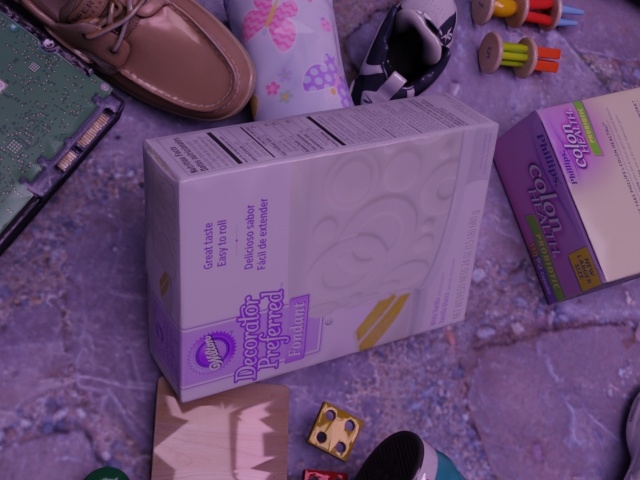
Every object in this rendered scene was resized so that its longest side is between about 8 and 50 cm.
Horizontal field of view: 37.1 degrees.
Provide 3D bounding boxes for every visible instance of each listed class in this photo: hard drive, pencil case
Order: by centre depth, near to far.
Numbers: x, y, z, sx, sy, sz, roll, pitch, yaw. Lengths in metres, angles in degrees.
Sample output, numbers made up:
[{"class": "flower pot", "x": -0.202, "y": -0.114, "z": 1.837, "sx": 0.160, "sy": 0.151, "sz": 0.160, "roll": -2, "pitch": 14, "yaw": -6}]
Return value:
[{"class": "hard drive", "x": -0.397, "y": -0.153, "z": 0.936, "sx": 0.339, "sy": 0.064, "sz": 0.237, "roll": 36, "pitch": 65, "yaw": -5}, {"class": "pencil case", "x": -0.020, "y": -0.166, "z": 1.047, "sx": 0.124, "sy": 0.113, "sz": 0.273, "roll": -16, "pitch": 77, "yaw": 3}]

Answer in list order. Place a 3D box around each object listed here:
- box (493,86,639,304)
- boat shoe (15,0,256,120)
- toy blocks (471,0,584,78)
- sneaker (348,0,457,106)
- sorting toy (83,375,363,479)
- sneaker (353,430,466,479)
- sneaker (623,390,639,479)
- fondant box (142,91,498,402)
[{"class": "box", "x": 0.364, "y": -0.062, "z": 1.156, "sx": 0.243, "sy": 0.117, "sz": 0.213, "roll": -15, "pitch": 79, "yaw": -24}, {"class": "boat shoe", "x": -0.223, "y": -0.232, "z": 0.977, "sx": 0.341, "sy": 0.110, "sz": 0.121, "roll": 32, "pitch": 101, "yaw": -1}, {"class": "toy blocks", "x": 0.275, "y": -0.265, "z": 1.223, "sx": 0.148, "sy": 0.054, "sz": 0.123, "roll": 1, "pitch": 72, "yaw": -20}, {"class": "sneaker", "x": 0.115, "y": -0.234, "z": 1.100, "sx": 0.094, "sy": 0.153, "sz": 0.235, "roll": 42, "pitch": 64, "yaw": -5}, {"class": "sorting toy", "x": -0.093, "y": 0.208, "z": 0.941, "sx": 0.275, "sy": 0.046, "sz": 0.132, "roll": 7, "pitch": 71, "yaw": -18}, {"class": "sneaker", "x": 0.069, "y": 0.348, "z": 0.921, "sx": 0.178, "sy": 0.124, "sz": 0.295, "roll": 35, "pitch": 86, "yaw": -25}, {"class": "sneaker", "x": 0.387, "y": 0.284, "z": 1.036, "sx": 0.114, "sy": 0.152, "sz": 0.305, "roll": 22, "pitch": 68, "yaw": -15}, {"class": "fondant box", "x": 0.000, "y": 0.000, "z": 0.929, "sx": 0.330, "sy": 0.238, "sz": 0.096, "roll": -12, "pitch": 35, "yaw": -26}]
